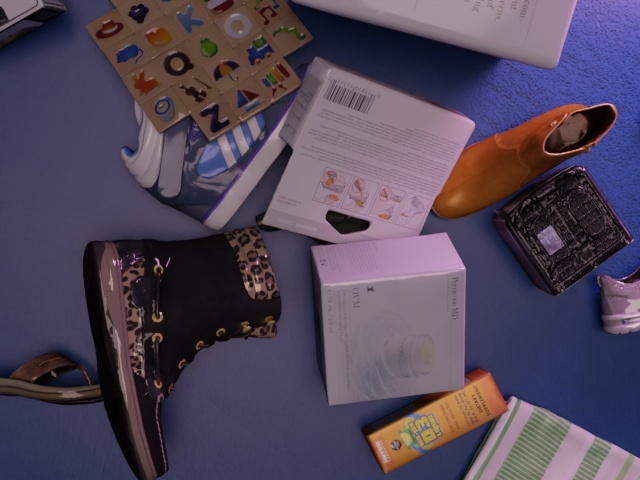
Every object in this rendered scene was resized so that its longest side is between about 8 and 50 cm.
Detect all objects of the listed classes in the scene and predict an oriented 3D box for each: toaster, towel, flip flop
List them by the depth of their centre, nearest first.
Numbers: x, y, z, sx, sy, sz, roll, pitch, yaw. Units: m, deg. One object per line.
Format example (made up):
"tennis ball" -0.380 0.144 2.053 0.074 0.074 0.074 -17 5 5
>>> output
"flip flop" -0.450 0.216 1.534 0.277 0.112 0.080 6 76 0
"toaster" 0.392 -0.024 1.594 0.168 0.110 0.185 -36 95 -4
"towel" 0.407 0.438 1.645 0.325 0.038 0.248 29 88 -5

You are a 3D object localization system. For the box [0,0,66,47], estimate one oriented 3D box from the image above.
"box" -0.560 -0.364 1.471 0.290 0.087 0.169 -24 94 11

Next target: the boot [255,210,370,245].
"boot" 0.000 0.000 1.580 0.198 0.077 0.137 -10 98 -4

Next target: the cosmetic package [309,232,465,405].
"cosmetic package" 0.107 0.123 1.521 0.225 0.138 0.224 -7 117 -6

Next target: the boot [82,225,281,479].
"boot" -0.201 0.163 1.494 0.284 0.138 0.377 -12 92 -27

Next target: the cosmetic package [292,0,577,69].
"cosmetic package" 0.176 -0.468 1.427 0.394 0.327 0.329 14 103 -5

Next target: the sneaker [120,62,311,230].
"sneaker" -0.172 -0.199 1.526 0.236 0.130 0.323 35 94 -9

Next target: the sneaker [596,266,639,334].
"sneaker" 0.602 0.067 1.618 0.281 0.105 0.115 -19 93 -4

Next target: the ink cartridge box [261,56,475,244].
"ink cartridge box" 0.068 -0.120 1.522 0.296 0.066 0.261 15 109 -33

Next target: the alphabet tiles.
"alphabet tiles" -0.193 -0.328 1.517 0.285 0.011 0.342 -34 74 -7

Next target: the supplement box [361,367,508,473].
"supplement box" 0.189 0.300 1.601 0.233 0.080 0.078 -27 91 -2

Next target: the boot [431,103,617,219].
"boot" 0.316 -0.133 1.534 0.295 0.211 0.104 -33 93 -3
